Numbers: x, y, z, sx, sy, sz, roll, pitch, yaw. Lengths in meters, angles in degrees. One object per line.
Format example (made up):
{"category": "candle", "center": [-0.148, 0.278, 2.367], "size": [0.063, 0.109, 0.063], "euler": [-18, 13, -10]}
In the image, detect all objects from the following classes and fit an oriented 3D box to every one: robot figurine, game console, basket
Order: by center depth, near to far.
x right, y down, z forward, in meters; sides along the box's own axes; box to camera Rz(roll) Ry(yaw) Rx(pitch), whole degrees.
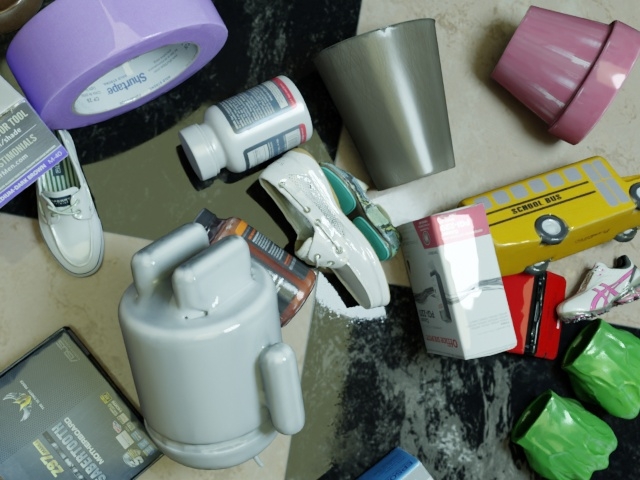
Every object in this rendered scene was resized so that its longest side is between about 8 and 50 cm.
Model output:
{"category": "robot figurine", "center": [-0.147, 0.157, 0.930], "size": [0.200, 0.300, 0.353], "euler": [-33, 131, -41]}
{"category": "basket", "center": [0.117, -0.203, 1.088], "size": [0.204, 0.154, 0.227], "euler": [-19, 94, -12]}
{"category": "game console", "center": [0.342, 0.120, 1.181], "size": [0.124, 0.085, 0.144], "euler": [16, 81, -43]}

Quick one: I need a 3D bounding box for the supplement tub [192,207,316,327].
{"category": "supplement tub", "center": [-0.111, 0.036, 1.032], "size": [0.198, 0.106, 0.106], "euler": [37, 78, -8]}

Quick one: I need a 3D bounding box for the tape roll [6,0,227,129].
{"category": "tape roll", "center": [-0.264, -0.252, 0.931], "size": [0.275, 0.275, 0.090], "euler": [-30, 93, -14]}

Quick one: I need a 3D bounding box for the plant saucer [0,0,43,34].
{"category": "plant saucer", "center": [-0.489, -0.383, 1.016], "size": [0.168, 0.029, 0.168], "euler": [1, 86, -14]}

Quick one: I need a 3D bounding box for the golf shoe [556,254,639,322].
{"category": "golf shoe", "center": [0.467, 0.084, 1.190], "size": [0.186, 0.067, 0.086], "euler": [-18, 82, -25]}

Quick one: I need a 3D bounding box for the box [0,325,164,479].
{"category": "box", "center": [-0.359, 0.265, 0.977], "size": [0.183, 0.059, 0.232], "euler": [-38, 94, -12]}

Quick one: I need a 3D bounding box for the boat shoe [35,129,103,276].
{"category": "boat shoe", "center": [-0.368, -0.057, 0.993], "size": [0.083, 0.076, 0.226], "euler": [-18, 90, -14]}

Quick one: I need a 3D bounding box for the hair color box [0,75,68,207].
{"category": "hair color box", "center": [-0.486, -0.160, 0.869], "size": [0.185, 0.110, 0.339], "euler": [-42, 56, -13]}

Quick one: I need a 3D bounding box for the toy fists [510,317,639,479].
{"category": "toy fists", "center": [0.439, 0.270, 1.153], "size": [0.142, 0.096, 0.279], "euler": [38, 79, 2]}

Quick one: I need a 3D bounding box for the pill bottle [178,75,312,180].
{"category": "pill bottle", "center": [-0.114, -0.164, 1.047], "size": [0.180, 0.108, 0.108], "euler": [-27, 92, -14]}

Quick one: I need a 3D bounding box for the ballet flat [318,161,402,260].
{"category": "ballet flat", "center": [0.063, -0.054, 1.111], "size": [0.070, 0.070, 0.188], "euler": [-37, 96, -14]}

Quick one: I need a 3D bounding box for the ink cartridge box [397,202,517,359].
{"category": "ink cartridge box", "center": [0.205, 0.065, 1.078], "size": [0.092, 0.158, 0.218], "euler": [-15, 89, -13]}

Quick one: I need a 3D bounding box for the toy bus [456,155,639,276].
{"category": "toy bus", "center": [0.392, -0.042, 1.142], "size": [0.333, 0.108, 0.130], "euler": [-18, 59, -14]}

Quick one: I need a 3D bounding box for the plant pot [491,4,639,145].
{"category": "plant pot", "center": [0.390, -0.284, 1.146], "size": [0.180, 0.201, 0.201], "euler": [29, 79, 6]}

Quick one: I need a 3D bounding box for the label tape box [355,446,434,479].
{"category": "label tape box", "center": [0.130, 0.530, 1.047], "size": [0.249, 0.115, 0.347], "euler": [-35, 92, -14]}

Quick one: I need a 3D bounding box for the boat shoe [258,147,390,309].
{"category": "boat shoe", "center": [0.000, 0.000, 1.057], "size": [0.096, 0.098, 0.277], "euler": [-35, 94, -25]}
